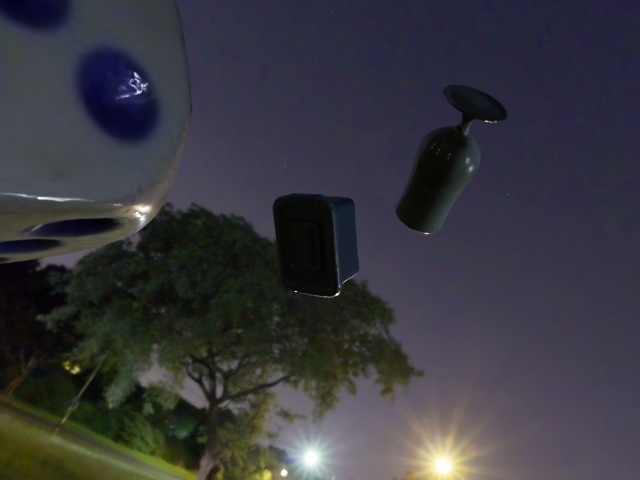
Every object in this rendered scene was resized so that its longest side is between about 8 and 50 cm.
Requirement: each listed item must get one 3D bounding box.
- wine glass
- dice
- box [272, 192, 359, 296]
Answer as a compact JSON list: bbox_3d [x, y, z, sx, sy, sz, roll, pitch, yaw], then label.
[{"bbox_3d":[0.199,-0.123,0.864,0.103,0.103,0.231,27,-48,7],"label":"wine glass"},{"bbox_3d":[-0.300,-0.140,0.401,0.276,0.304,0.304,-14,-6,27],"label":"dice"},{"bbox_3d":[0.000,0.000,0.529,0.074,0.054,0.099,7,-71,39],"label":"box"}]
